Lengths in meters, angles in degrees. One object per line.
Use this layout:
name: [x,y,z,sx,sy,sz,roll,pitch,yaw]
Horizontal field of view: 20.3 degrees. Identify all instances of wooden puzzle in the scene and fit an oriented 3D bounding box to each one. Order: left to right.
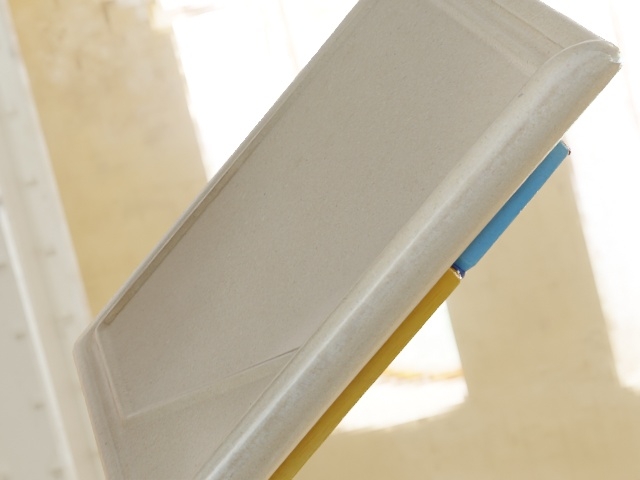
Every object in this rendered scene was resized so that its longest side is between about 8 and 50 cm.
wooden puzzle: [0.000,0.000,0.625,0.221,0.044,0.239,-50,-162,7]
